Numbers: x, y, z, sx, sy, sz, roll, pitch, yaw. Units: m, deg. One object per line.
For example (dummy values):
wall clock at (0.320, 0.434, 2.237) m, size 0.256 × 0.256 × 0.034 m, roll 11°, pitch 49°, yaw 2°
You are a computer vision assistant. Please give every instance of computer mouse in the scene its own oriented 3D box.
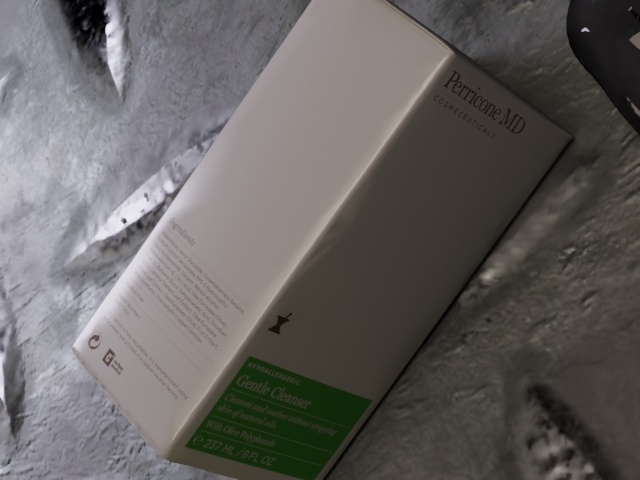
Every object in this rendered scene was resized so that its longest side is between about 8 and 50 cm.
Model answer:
computer mouse at (0.271, -0.137, 1.178) m, size 0.188 × 0.072 × 0.272 m, roll -49°, pitch 51°, yaw 13°

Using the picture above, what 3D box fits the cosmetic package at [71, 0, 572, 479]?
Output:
cosmetic package at (0.000, 0.000, 1.255) m, size 0.365 × 0.197 × 0.155 m, roll -55°, pitch 50°, yaw 10°
